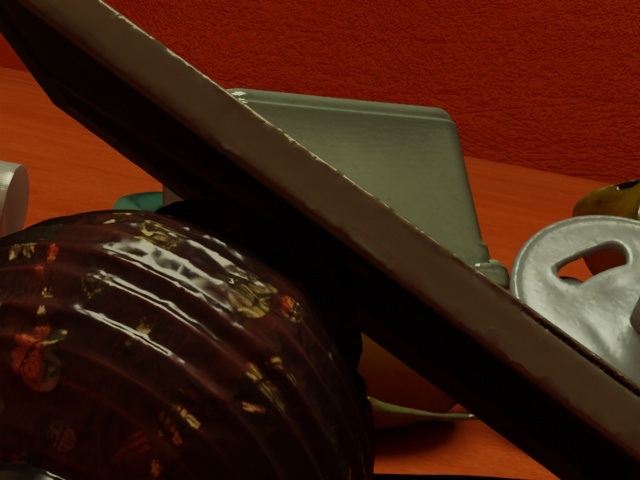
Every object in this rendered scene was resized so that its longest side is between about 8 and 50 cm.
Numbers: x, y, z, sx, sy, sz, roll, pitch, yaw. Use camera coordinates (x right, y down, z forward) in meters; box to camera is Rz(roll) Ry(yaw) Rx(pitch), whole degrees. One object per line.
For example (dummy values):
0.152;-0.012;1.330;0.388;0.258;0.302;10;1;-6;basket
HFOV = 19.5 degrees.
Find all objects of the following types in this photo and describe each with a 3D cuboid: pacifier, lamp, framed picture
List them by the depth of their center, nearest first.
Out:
-0.088;0.097;0.914;0.247;0.247;0.247;8;9;-1;lamp
0.000;0.000;1.018;0.446;0.028;0.326;36;-7;8;framed picture
0.267;0.056;1.407;0.227;0.207;0.279;-19;55;-36;pacifier

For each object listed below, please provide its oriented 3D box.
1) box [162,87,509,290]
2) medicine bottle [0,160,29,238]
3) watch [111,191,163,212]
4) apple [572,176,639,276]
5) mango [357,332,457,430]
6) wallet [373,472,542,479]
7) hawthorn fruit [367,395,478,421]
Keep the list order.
0.003;-0.027;1.663;0.312;0.182;0.175;3;-17;-35;box
-0.389;-0.045;1.827;0.187;0.102;0.103;9;10;5;medicine bottle
-0.114;0.000;1.931;0.195;0.068;0.237;15;7;21;watch
0.430;0.023;1.910;0.346;0.179;0.254;7;22;-19;apple
0.031;0.073;1.389;0.254;0.139;0.175;8;13;-45;mango
0.083;0.186;0.969;0.176;0.075;0.250;1;10;-7;wallet
-0.004;0.103;1.218;0.285;0.165;0.165;20;7;-11;hawthorn fruit
